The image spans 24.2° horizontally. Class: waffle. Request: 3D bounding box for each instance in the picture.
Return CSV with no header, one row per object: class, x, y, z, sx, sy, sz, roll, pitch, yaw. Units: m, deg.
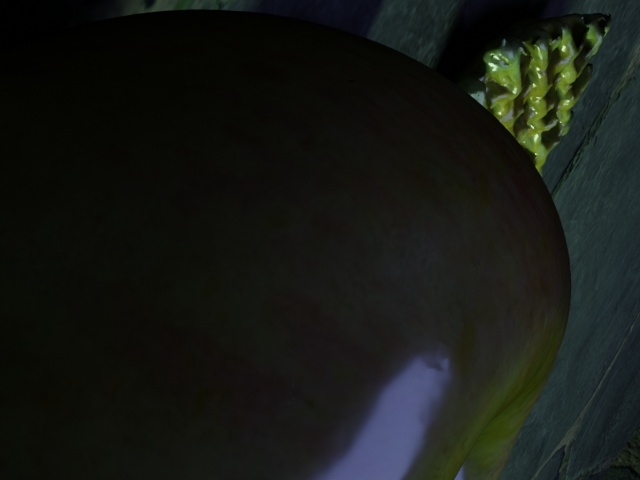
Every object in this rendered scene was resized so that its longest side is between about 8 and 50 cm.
waffle,0.116,-0.066,1.034,0.223,0.054,0.204,-23,140,-56

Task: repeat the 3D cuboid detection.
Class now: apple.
apple,-0.049,0.039,0.516,0.257,0.234,0.257,-48,155,-31
